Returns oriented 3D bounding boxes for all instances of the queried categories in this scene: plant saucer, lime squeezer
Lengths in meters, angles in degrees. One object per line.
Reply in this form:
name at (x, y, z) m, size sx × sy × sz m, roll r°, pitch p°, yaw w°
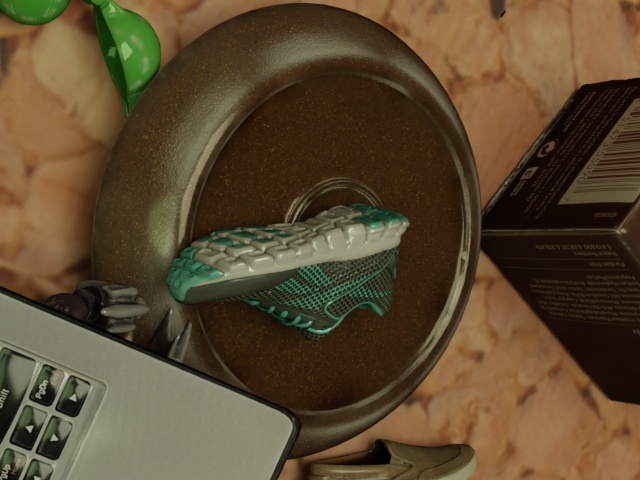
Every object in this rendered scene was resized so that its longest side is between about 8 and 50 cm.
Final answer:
plant saucer at (0.000, 0.000, 0.842) m, size 0.310 × 0.050 × 0.311 m, roll -6°, pitch 100°, yaw -35°
lime squeezer at (-0.171, -0.121, 0.780) m, size 0.110 × 0.059 × 0.310 m, roll -43°, pitch 115°, yaw 9°

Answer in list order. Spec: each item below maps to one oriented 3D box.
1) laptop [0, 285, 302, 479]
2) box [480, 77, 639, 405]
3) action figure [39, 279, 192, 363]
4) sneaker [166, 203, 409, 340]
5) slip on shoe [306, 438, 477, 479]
laptop at (-0.255, 0.195, 0.544) m, size 0.407 × 0.236 × 0.382 m, roll 24°, pitch 93°, yaw -10°
box at (0.260, 0.003, 0.950) m, size 0.203 × 0.167 × 0.168 m, roll 48°, pitch 68°, yaw -21°
action figure at (-0.195, 0.081, 0.723) m, size 0.285 × 0.099 × 0.185 m, roll 28°, pitch 94°, yaw -18°
sneaker at (-0.014, 0.028, 0.770) m, size 0.166 × 0.065 × 0.076 m, roll -11°, pitch 109°, yaw -32°
slip on shoe at (0.051, 0.160, 0.900) m, size 0.135 × 0.051 × 0.041 m, roll -12°, pitch 98°, yaw -21°
